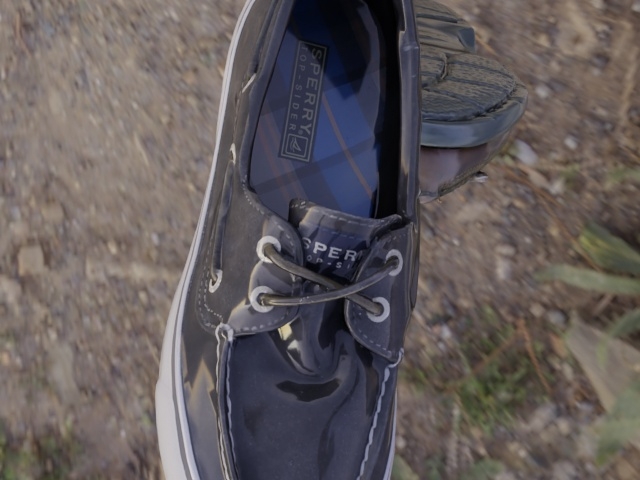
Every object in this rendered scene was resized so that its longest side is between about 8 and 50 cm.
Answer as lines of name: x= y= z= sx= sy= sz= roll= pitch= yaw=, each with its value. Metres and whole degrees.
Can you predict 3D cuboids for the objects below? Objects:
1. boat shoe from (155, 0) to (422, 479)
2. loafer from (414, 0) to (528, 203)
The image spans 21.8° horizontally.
boat shoe: x=0.000 y=0.000 z=0.533 sx=0.080 sy=0.076 sz=0.228 roll=13 pitch=67 yaw=-11
loafer: x=0.035 y=-0.052 z=0.748 sx=0.096 sy=0.267 sz=0.084 roll=10 pitch=108 yaw=-3
